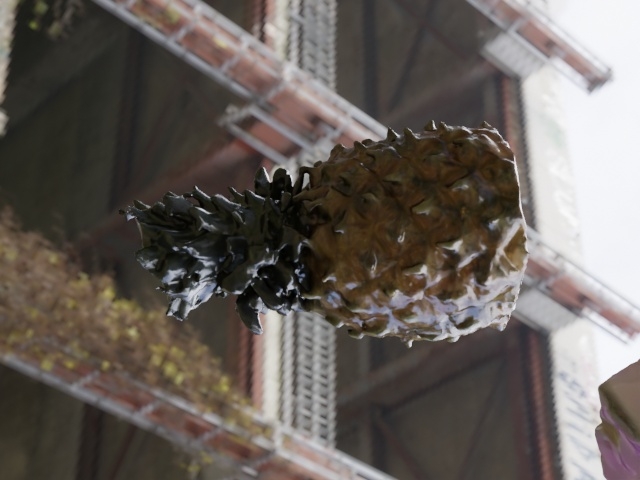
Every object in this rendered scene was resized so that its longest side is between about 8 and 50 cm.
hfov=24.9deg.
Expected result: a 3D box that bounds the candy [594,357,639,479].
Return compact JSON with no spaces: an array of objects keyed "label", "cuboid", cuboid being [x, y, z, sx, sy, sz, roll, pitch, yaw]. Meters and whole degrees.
[{"label":"candy","cuboid":[0.364,0.130,1.157,0.265,0.116,0.155,-28,-144,-14]}]

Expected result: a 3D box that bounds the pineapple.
[{"label":"pineapple","cuboid":[0.000,0.000,1.002,0.278,0.158,0.158,-5,-133,-2]}]
